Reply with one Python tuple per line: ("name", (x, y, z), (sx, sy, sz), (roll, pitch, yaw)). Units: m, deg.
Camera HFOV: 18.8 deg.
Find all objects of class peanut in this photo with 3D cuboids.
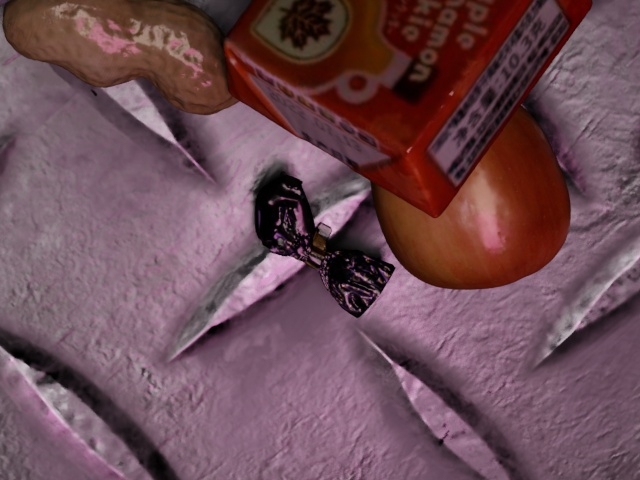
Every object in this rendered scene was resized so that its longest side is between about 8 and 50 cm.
("peanut", (-0.163, -0.174, 1.681), (0.228, 0.085, 0.104), (17, 129, -13))

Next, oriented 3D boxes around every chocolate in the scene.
("chocolate", (-0.002, 0.003, 1.772), (0.147, 0.070, 0.072), (45, 106, -6))
("chocolate", (0.065, -0.180, 1.615), (0.235, 0.108, 0.237), (34, 80, 23))

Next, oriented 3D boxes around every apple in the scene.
("apple", (0.128, -0.050, 1.706), (0.199, 0.199, 0.199), (-2, 106, -7))

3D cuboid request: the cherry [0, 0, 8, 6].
("cherry", (-0.329, -0.290, 1.555), (0.296, 0.218, 0.255), (-19, 101, -8))
